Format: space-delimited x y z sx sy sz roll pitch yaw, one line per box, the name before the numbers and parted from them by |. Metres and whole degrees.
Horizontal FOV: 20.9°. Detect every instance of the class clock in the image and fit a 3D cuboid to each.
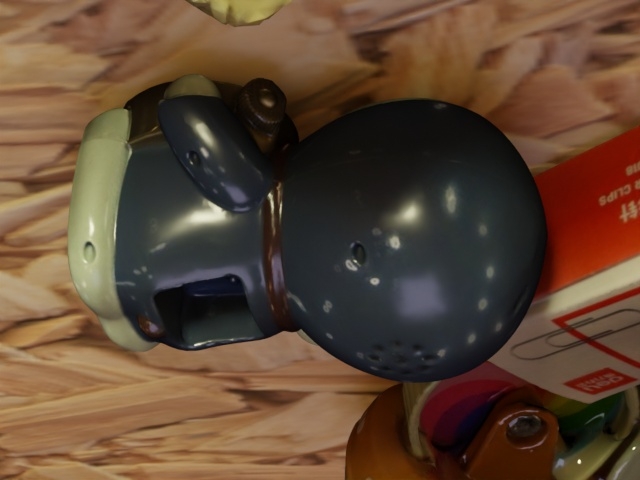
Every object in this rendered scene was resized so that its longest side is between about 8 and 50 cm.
clock | 0.000 0.000 0.932 0.243 0.146 0.199 1 144 13

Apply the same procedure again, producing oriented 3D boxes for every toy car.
toy car | 0.138 0.132 1.162 0.235 0.145 0.235 -3 132 -3

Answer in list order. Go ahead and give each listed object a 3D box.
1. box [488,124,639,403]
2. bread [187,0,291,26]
box | 0.184 0.015 0.987 0.182 0.099 0.133 -25 142 35
bread | -0.157 -0.277 0.563 0.405 0.242 0.346 32 168 26
